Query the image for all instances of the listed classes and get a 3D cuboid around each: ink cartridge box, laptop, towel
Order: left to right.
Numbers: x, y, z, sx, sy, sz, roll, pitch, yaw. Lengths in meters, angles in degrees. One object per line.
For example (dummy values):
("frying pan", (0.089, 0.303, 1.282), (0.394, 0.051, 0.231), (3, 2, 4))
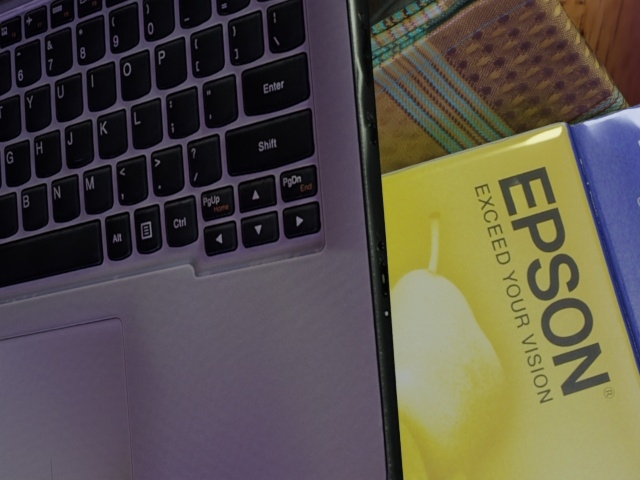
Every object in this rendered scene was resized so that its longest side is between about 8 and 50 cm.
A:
("laptop", (-0.194, -0.075, 0.754), (0.236, 0.408, 0.382), (3, 169, -44))
("towel", (0.000, 0.000, 1.017), (0.370, 0.040, 0.271), (-31, 146, 13))
("ink cartridge box", (0.099, 0.103, 0.931), (0.307, 0.072, 0.304), (-17, 89, -5))

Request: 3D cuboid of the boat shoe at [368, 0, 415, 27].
("boat shoe", (0.034, -0.116, 0.994), (0.302, 0.109, 0.094), (-39, 139, 22))
